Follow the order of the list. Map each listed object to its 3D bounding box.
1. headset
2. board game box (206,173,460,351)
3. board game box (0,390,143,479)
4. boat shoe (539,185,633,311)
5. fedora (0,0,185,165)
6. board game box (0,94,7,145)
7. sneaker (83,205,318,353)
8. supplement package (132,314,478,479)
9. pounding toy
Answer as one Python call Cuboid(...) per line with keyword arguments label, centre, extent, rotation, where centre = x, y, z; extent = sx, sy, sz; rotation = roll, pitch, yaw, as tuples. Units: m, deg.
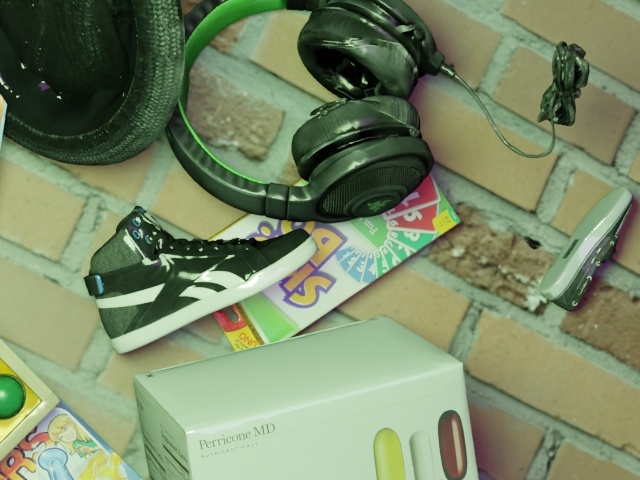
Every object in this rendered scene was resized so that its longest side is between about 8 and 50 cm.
Cuboid(label="headset", centre=(0.047, -0.144, 1.763), extent=(0.394, 0.185, 0.243), rotation=(5, 68, -2))
Cuboid(label="board game box", centre=(0.000, 0.000, 1.842), extent=(0.259, 0.039, 0.124), rotation=(-34, 95, -13))
Cuboid(label="board game box", centre=(-0.274, 0.258, 1.745), extent=(0.136, 0.035, 0.201), rotation=(46, 76, -9))
Cuboid(label="boat shoe", centre=(0.278, 0.009, 1.915), extent=(0.040, 0.049, 0.142), rotation=(39, 84, -16))
Cuboid(label="fedora", centre=(-0.217, -0.242, 1.707), extent=(0.334, 0.334, 0.152), rotation=(57, 41, -6))
Cuboid(label="board game box", centre=(-0.362, -0.081, 1.712), extent=(0.133, 0.033, 0.168), rotation=(10, 101, -3))
Cuboid(label="sneaker", centre=(-0.121, 0.010, 1.755), extent=(0.217, 0.079, 0.121), rotation=(-26, 95, 4))
Cuboid(label="supplement package", centre=(-0.015, 0.183, 1.722), extent=(0.262, 0.204, 0.145), rotation=(-13, 104, -16))
Cuboid(label="pounding toy", centre=(-0.373, 0.150, 1.678), extent=(0.206, 0.094, 0.181), rotation=(-46, 110, -14))
